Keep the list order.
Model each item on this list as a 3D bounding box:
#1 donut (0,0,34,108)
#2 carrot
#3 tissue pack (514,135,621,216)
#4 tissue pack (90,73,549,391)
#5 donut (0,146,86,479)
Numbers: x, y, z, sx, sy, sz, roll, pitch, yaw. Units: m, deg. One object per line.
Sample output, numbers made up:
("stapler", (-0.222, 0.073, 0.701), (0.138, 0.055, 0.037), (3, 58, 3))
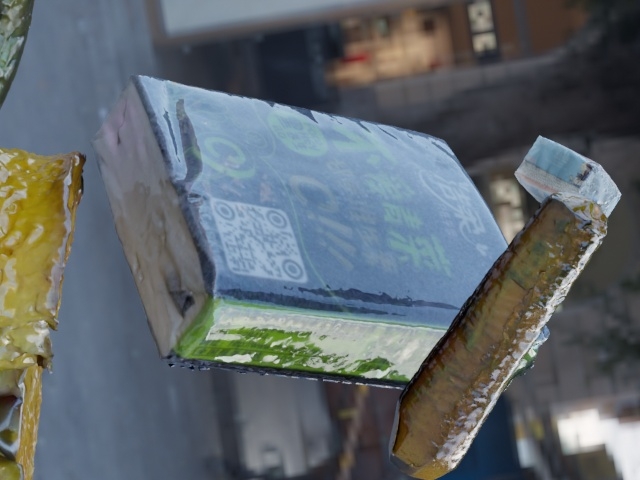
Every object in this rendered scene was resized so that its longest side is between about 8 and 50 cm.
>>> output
("donut", (-0.317, -0.202, 1.671), (0.261, 0.128, 0.208), (106, 4, -60))
("carrot", (0.136, 0.074, 1.555), (0.260, 0.070, 0.070), (-57, -169, 18))
("tissue pack", (0.268, -0.061, 2.149), (0.094, 0.058, 0.074), (30, -9, 44))
("tissue pack", (0.000, 0.000, 1.910), (0.124, 0.394, 0.288), (-53, -135, 34))
("donut", (-0.316, 0.116, 1.744), (0.377, 0.163, 0.435), (-99, -160, -72))
